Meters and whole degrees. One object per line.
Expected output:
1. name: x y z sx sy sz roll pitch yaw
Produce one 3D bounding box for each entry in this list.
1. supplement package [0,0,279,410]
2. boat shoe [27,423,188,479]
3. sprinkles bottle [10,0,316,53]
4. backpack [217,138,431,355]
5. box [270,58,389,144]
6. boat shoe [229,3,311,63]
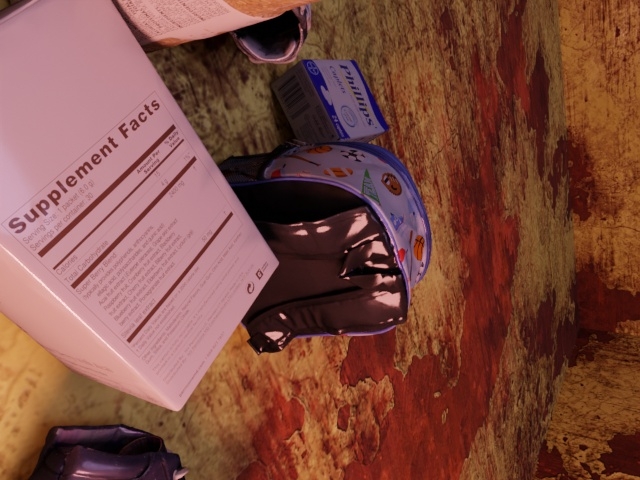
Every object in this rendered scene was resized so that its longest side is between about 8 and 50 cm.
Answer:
1. supplement package: -0.202 -0.025 0.434 0.175 0.178 0.293 -57 134 -33
2. boat shoe: -0.162 0.295 0.552 0.340 0.127 0.158 35 73 -48
3. sprinkles bottle: -0.111 -0.209 0.389 0.121 0.355 0.121 -8 100 -47
4. backpack: 0.000 0.000 0.638 0.213 0.263 0.276 -51 130 -39
5. box: 0.017 -0.196 0.770 0.137 0.072 0.126 -25 89 -51
6. boat shoe: -0.058 -0.245 0.578 0.301 0.108 0.102 -164 -111 -86
